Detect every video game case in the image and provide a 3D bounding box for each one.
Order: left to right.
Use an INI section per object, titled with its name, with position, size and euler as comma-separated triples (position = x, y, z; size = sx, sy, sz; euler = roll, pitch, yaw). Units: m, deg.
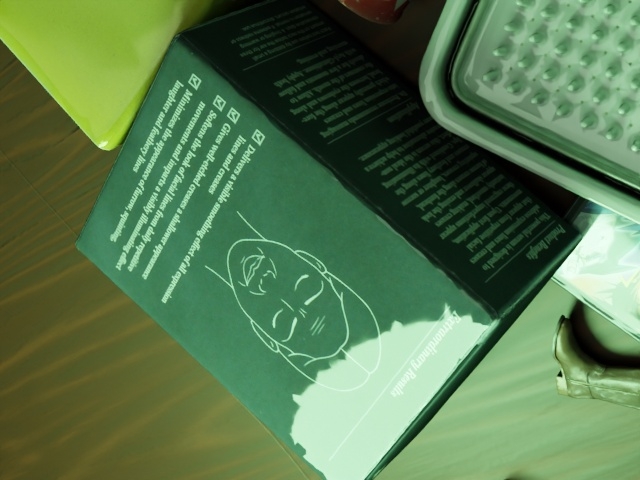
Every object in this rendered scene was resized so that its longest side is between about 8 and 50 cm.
[video game case]
position = 0.372, 0.011, 1.158
size = 0.275, 0.035, 0.248
euler = 36, 127, 9

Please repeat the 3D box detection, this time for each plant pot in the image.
[plant pot]
position = -0.185, -0.249, 1.247
size = 0.212, 0.212, 0.187
euler = 48, 115, 0

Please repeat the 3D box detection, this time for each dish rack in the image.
[dish rack]
position = 0.277, -0.174, 1.063
size = 0.333, 0.072, 0.285
euler = 28, 110, 15

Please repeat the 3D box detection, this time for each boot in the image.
[boot]
position = 0.297, 0.127, 1.259
size = 0.114, 0.037, 0.106
euler = 9, 131, 29

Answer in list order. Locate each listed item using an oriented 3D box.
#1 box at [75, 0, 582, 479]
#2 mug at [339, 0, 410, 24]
[box]
position = 0.000, 0.000, 1.235
size = 0.395, 0.212, 0.293
euler = 42, 128, 11
[mug]
position = 0.068, -0.308, 1.122
size = 0.150, 0.113, 0.169
euler = 46, 124, -1
